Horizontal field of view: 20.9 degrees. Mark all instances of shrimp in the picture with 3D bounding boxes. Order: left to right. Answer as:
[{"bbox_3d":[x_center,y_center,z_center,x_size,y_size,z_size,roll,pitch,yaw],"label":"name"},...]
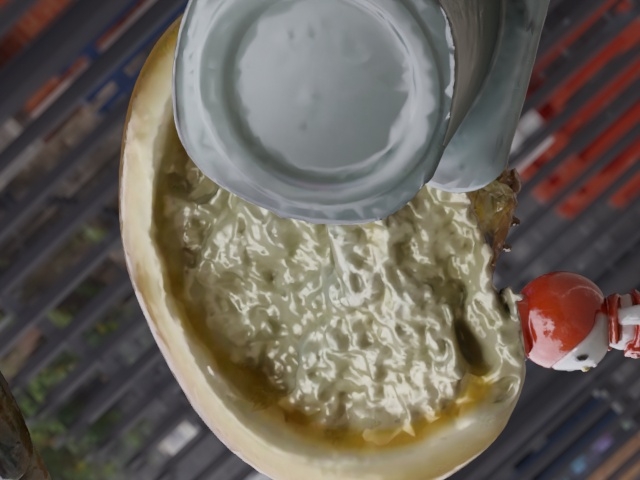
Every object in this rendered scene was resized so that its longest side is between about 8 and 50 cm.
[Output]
[{"bbox_3d":[-0.257,0.154,1.133,0.035,0.148,0.195,-130,21,-55],"label":"shrimp"}]

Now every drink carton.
[{"bbox_3d":[0.011,-0.108,0.918,0.185,0.191,0.189,19,-159,11],"label":"drink carton"}]

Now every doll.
[{"bbox_3d":[0.311,0.105,2.253,0.161,0.290,0.130,90,180,-80],"label":"doll"}]

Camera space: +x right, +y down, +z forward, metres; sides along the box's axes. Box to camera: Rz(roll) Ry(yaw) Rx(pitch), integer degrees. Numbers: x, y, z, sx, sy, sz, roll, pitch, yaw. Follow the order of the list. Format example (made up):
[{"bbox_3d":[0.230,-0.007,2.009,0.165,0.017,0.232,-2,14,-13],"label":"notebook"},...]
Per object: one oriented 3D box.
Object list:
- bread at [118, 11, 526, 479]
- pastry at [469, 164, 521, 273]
[{"bbox_3d":[0.024,-0.009,1.418,0.245,0.329,0.424,-20,-90,-54],"label":"bread"},{"bbox_3d":[0.049,-0.092,2.002,0.292,0.337,0.405,-8,-111,-45],"label":"pastry"}]
